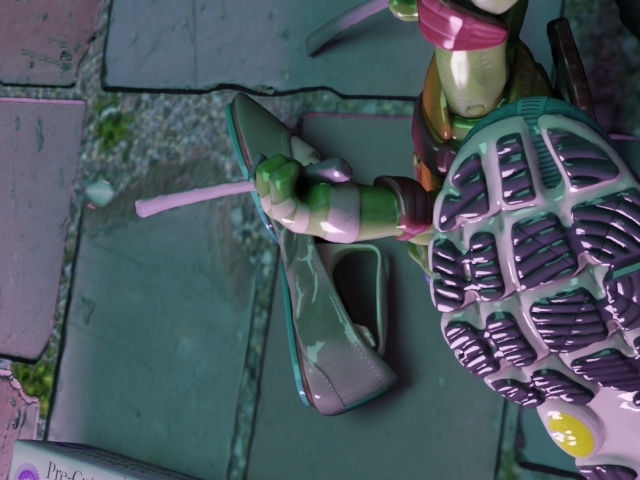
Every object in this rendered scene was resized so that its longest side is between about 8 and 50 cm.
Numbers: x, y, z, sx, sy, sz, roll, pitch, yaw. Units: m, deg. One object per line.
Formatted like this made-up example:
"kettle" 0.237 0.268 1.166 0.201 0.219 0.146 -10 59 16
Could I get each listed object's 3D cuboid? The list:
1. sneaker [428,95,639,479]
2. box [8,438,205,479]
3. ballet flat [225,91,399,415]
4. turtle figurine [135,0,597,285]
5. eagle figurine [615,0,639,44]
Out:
"sneaker" 0.124 0.025 0.761 0.107 0.275 0.110 -12 51 21
"box" -0.071 0.184 1.040 0.324 0.063 0.067 10 89 42
"ballet flat" 0.000 0.000 1.018 0.068 0.072 0.213 -19 68 9
"turtle figurine" 0.029 -0.100 0.874 0.275 0.198 0.266 44 139 31
"eagle figurine" 0.255 -0.113 0.748 0.226 0.225 0.298 -7 37 2
